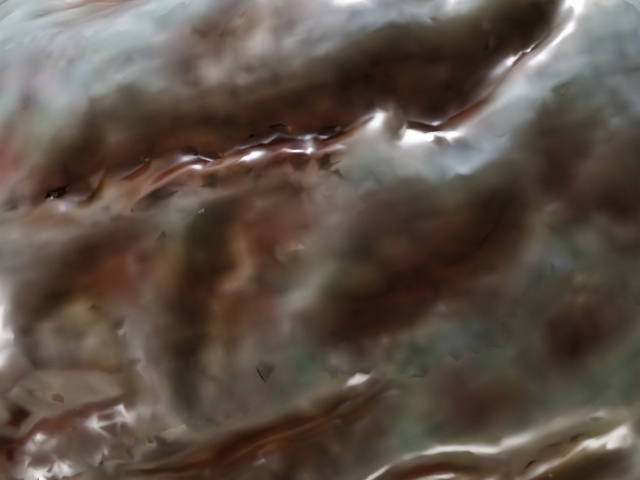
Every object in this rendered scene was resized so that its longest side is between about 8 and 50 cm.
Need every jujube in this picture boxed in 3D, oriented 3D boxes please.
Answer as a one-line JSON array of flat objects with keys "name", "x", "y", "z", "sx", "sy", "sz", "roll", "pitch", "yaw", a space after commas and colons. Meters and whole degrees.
[{"name": "jujube", "x": 0.005, "y": 0.006, "z": 0.451, "sx": 0.308, "sy": 0.246, "sz": 0.215, "roll": -16, "pitch": -71, "yaw": 32}]
